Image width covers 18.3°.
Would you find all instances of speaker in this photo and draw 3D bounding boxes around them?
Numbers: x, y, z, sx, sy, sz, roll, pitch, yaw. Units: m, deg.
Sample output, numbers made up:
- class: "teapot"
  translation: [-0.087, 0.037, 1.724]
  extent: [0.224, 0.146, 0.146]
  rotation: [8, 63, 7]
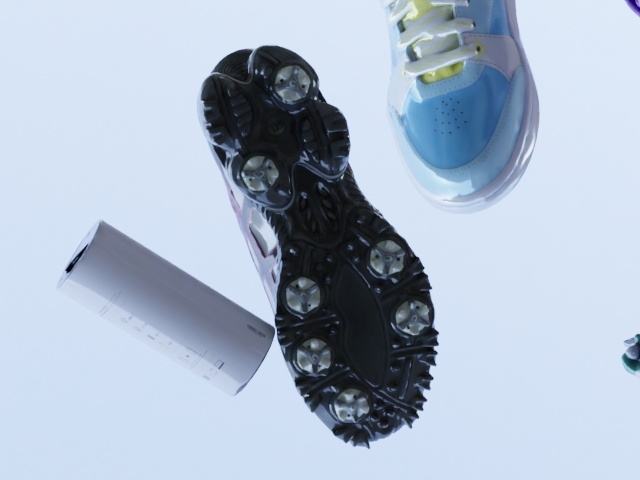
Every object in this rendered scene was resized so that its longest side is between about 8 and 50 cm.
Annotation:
- class: "speaker"
  translation: [-0.099, 0.043, 1.272]
  extent: [0.136, 0.055, 0.055]
  rotation: [32, -144, -12]

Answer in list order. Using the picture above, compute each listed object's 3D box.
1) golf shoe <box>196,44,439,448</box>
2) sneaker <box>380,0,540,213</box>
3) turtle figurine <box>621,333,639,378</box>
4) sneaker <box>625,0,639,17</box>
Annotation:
- class: "golf shoe"
  translation: [0.000, 0.000, 1.313]
  extent: [0.105, 0.273, 0.120]
  rotation: [-20, -172, -7]
- class: "sneaker"
  translation: [0.073, -0.191, 1.517]
  extent: [0.127, 0.208, 0.319]
  rotation: [-16, -123, 21]
- class: "turtle figurine"
  translation: [0.288, 0.039, 1.383]
  extent: [0.118, 0.175, 0.234]
  rotation: [24, -167, 9]
- class: "sneaker"
  translation: [0.255, -0.211, 1.485]
  extent: [0.104, 0.095, 0.236]
  rotation: [-15, -131, -36]
